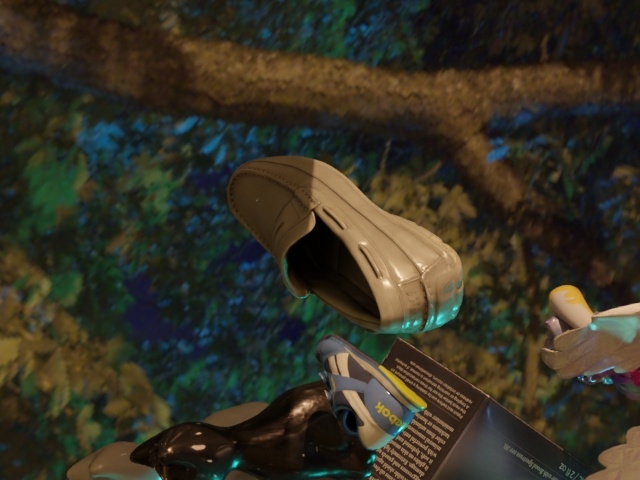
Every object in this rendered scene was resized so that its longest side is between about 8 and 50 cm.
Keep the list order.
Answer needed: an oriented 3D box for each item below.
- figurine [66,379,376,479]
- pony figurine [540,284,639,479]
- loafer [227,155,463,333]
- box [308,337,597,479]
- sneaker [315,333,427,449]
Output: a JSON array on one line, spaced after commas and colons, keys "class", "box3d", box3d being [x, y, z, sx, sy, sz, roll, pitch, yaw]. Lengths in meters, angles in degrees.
[{"class": "figurine", "box3d": [-0.096, 0.188, 1.229, 0.215, 0.209, 0.092, -23, -106, 52]}, {"class": "pony figurine", "box3d": [0.412, 0.151, 1.641, 0.351, 0.363, 0.302, -18, -65, -9]}, {"class": "loafer", "box3d": [0.000, 0.000, 1.342, 0.319, 0.111, 0.112, 28, -53, 46]}, {"class": "box", "box3d": [0.147, 0.327, 1.685, 0.296, 0.294, 0.183, 36, -3, -41]}, {"class": "sneaker", "box3d": [0.026, 0.118, 1.100, 0.053, 0.144, 0.059, 35, -91, -27]}]
